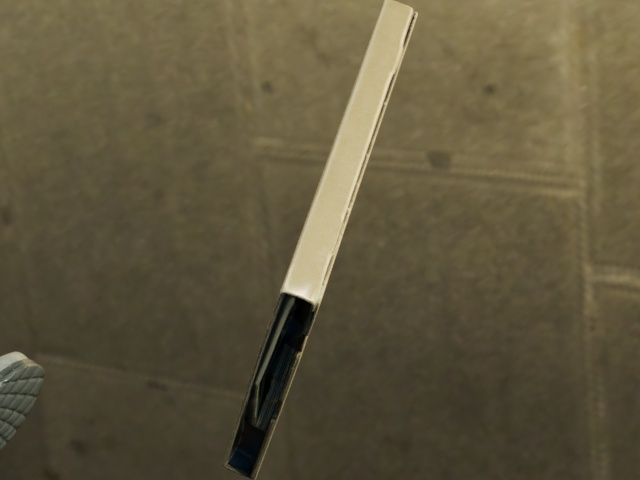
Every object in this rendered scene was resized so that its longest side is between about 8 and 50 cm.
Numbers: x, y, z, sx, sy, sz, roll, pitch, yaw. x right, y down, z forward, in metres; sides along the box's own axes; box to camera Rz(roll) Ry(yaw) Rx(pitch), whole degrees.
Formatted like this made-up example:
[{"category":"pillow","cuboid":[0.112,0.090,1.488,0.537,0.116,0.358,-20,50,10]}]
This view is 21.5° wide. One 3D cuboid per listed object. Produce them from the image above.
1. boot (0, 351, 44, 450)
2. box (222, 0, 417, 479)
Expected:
[{"category":"boot","cuboid":[-0.363,0.146,1.405,0.246,0.083,0.161,-44,67,-2]},{"category":"box","cuboid":[0.000,0.000,0.861,0.021,0.201,0.164,19,141,0]}]
